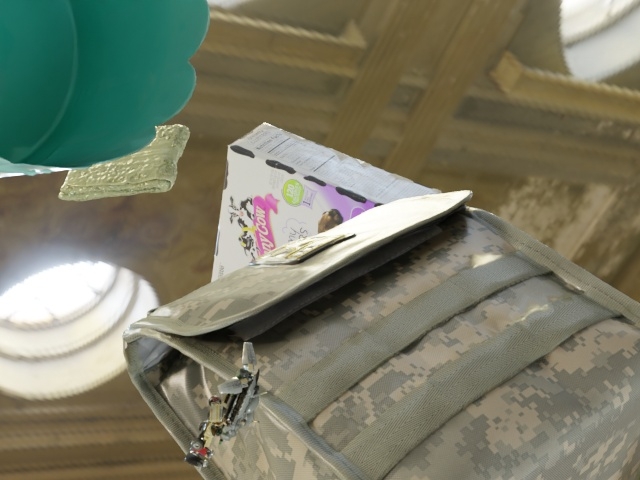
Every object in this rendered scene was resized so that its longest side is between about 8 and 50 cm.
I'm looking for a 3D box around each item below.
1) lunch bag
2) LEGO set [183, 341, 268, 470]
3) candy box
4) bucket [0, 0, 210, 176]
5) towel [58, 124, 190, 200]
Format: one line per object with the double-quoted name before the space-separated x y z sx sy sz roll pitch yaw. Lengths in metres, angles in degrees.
"lunch bag" 0.039 0.083 0.701 0.235 0.169 0.287 -26 -134 -32
"LEGO set" -0.038 0.077 0.482 0.023 0.054 0.083 23 -155 0
"candy box" 0.000 0.000 1.064 0.196 0.164 0.070 22 -146 19
"bucket" -0.236 -0.172 0.783 0.281 0.183 0.281 6 -99 -39
"towel" -0.230 -0.091 1.298 0.148 0.027 0.110 -6 -136 17
